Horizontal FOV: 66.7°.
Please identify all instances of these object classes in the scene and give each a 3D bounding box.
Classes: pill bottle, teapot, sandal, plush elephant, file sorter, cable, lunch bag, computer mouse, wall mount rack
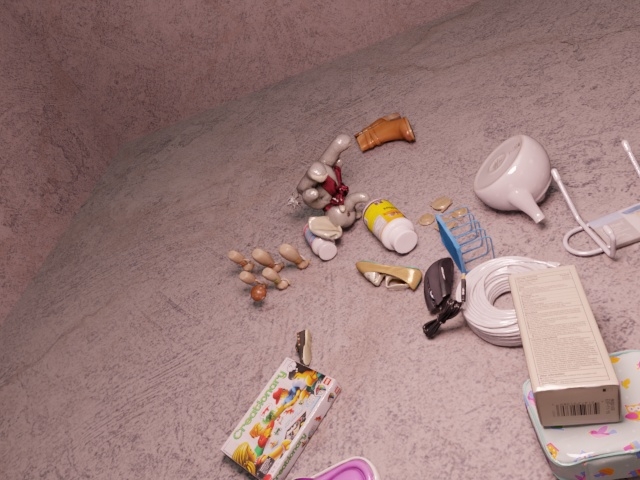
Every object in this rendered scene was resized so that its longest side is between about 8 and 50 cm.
[{"bbox_3d":[0.233,-0.047,1.617,0.117,0.117,0.215,-32,38,-3],"label":"pill bottle"},{"bbox_3d":[0.608,-0.186,1.486,0.256,0.187,0.252,-58,10,-6],"label":"teapot"},{"bbox_3d":[-0.060,0.607,1.074,0.416,0.102,0.169,-35,37,-7],"label":"sandal"},{"bbox_3d":[0.048,-0.151,1.709,0.330,0.255,0.272,-48,5,41],"label":"plush elephant"},{"bbox_3d":[0.429,-0.005,1.444,0.104,0.118,0.170,-22,38,4],"label":"file sorter"},{"bbox_3d":[0.487,0.149,1.253,0.257,0.089,0.257,-47,39,-20],"label":"cable"},{"bbox_3d":[0.564,0.342,0.964,0.279,0.108,0.224,-19,34,12],"label":"lunch bag"},{"bbox_3d":[0.332,0.119,1.326,0.184,0.060,0.262,-56,10,49],"label":"computer mouse"},{"bbox_3d":[0.000,0.000,1.741,0.087,0.087,0.160,-31,36,-2],"label":"pill bottle"},{"bbox_3d":[0.803,-0.110,1.306,0.350,0.130,0.304,-22,38,9],"label":"wall mount rack"}]

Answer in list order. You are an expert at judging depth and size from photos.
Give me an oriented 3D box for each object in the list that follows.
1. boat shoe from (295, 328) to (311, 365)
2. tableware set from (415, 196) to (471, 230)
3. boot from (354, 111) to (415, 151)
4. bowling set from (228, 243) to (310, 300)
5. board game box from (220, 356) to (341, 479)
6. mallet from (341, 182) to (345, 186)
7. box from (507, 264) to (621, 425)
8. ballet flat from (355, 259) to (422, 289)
[{"bbox_3d":[-0.052,0.320,1.442,0.042,0.049,0.133,-18,33,12],"label":"boat shoe"},{"bbox_3d":[0.411,-0.086,1.627,0.141,0.020,0.168,-38,37,-14],"label":"tableware set"},{"bbox_3d":[0.266,-0.447,2.056,0.220,0.109,0.283,-26,35,2],"label":"boot"},{"bbox_3d":[-0.195,0.133,1.703,0.287,0.154,0.200,-4,63,28],"label":"bowling set"},{"bbox_3d":[-0.103,0.475,1.294,0.193,0.053,0.305,12,53,42],"label":"board game box"},{"bbox_3d":[0.032,-0.227,2.027,0.062,0.039,0.189,-43,35,-14],"label":"mallet"},{"bbox_3d":[0.487,0.203,0.994,0.148,0.121,0.311,-11,36,21],"label":"box"},{"bbox_3d":[0.198,0.109,1.501,0.232,0.080,0.073,4,64,38],"label":"ballet flat"}]
